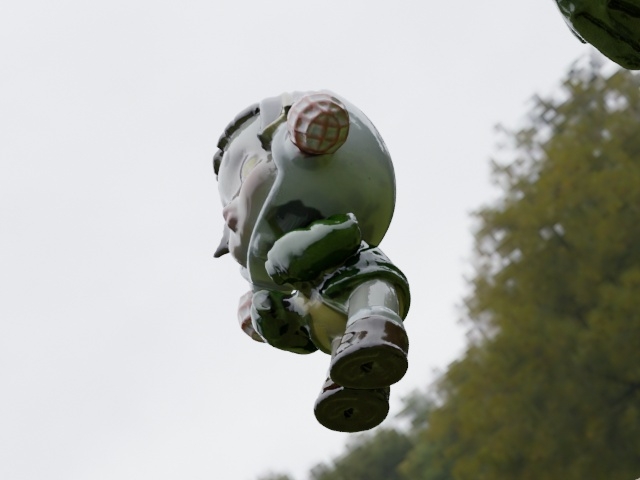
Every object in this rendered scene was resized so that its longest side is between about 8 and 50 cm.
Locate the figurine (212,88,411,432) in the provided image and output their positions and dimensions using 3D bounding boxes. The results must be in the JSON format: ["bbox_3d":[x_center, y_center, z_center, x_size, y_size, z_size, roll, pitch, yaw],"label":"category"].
[{"bbox_3d":[0.000,0.000,1.408,0.167,0.370,0.281,2,-49,-17],"label":"figurine"}]

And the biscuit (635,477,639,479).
[{"bbox_3d":[0.361,0.425,1.646,0.365,0.385,0.062,-19,-33,33],"label":"biscuit"}]

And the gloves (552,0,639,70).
[{"bbox_3d":[0.279,-0.298,1.661,0.107,0.268,0.135,-38,9,-35],"label":"gloves"}]
